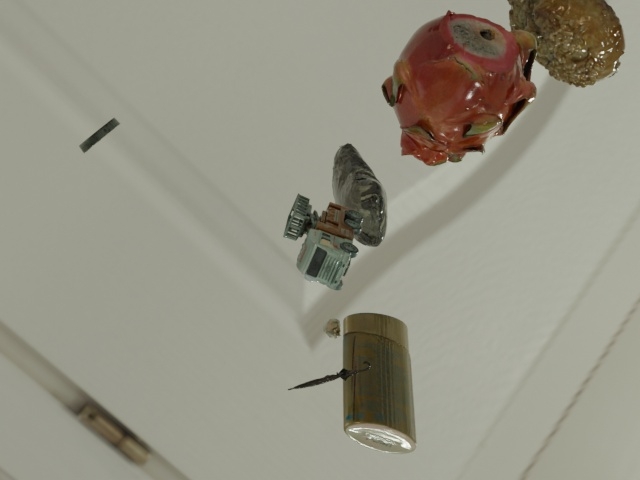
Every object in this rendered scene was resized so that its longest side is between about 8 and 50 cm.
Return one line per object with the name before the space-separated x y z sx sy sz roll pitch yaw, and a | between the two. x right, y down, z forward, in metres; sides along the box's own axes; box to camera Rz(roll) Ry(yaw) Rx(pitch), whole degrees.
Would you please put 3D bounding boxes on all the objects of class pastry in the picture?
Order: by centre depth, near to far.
pastry | 0.486 -0.445 2.315 0.162 0.255 0.311 -33 -128 1

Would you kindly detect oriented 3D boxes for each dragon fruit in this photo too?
dragon fruit | 0.207 -0.227 1.702 0.224 0.224 0.227 -59 174 -34

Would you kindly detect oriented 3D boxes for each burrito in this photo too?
burrito | 0.027 0.202 2.572 0.185 0.041 0.045 97 -1 -82

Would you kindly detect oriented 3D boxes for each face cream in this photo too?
face cream | 0.103 0.242 2.014 0.067 0.139 0.285 -53 -157 37

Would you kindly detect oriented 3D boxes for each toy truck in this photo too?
toy truck | 0.000 -0.001 1.811 0.178 0.115 0.080 -82 -165 -64

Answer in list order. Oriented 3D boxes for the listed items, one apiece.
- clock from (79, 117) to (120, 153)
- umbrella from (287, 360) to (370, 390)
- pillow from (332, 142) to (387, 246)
clock | -0.390 -0.186 1.983 0.085 0.017 0.085 -37 -169 9
umbrella | 0.015 0.236 1.911 0.148 0.022 0.022 -20 -134 5
pillow | 0.084 -0.105 2.502 0.335 0.092 0.162 -112 -154 -64
